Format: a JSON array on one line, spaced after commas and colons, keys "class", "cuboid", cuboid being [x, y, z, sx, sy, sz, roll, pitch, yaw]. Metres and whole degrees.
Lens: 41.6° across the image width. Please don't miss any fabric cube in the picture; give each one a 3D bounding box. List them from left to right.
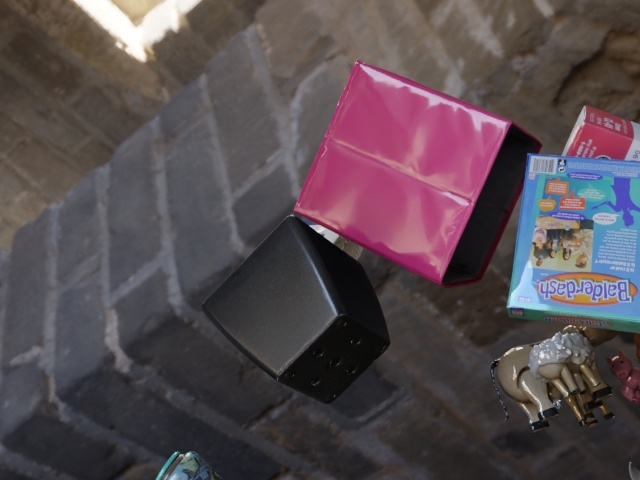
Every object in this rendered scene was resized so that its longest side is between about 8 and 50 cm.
[{"class": "fabric cube", "cuboid": [0.159, -0.097, 1.321, 0.258, 0.259, 0.254, 26, 9, 22]}]

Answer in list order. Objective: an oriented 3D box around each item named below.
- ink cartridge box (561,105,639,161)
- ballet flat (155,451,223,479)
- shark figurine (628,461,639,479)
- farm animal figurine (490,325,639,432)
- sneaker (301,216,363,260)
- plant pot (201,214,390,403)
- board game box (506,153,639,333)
[{"class": "ink cartridge box", "cuboid": [0.460, -0.023, 1.157, 0.306, 0.226, 0.131, 22, 23, 11]}, {"class": "ballet flat", "cuboid": [-0.112, 0.230, 0.711, 0.070, 0.070, 0.188, 59, -21, 16]}, {"class": "shark figurine", "cuboid": [0.567, 0.507, 1.428, 0.278, 0.116, 0.166, -30, 115, -54]}, {"class": "farm animal figurine", "cuboid": [0.432, 0.206, 1.436, 0.327, 0.330, 0.172, -11, 61, -22]}, {"class": "sneaker", "cuboid": [0.000, 0.000, 1.731, 0.131, 0.350, 0.148, 8, 33, -44]}, {"class": "plant pot", "cuboid": [-0.017, 0.113, 1.165, 0.187, 0.188, 0.167, 36, 13, -45]}, {"class": "board game box", "cuboid": [0.323, 0.000, 1.036, 0.047, 0.160, 0.210, 59, 41, -63]}]
